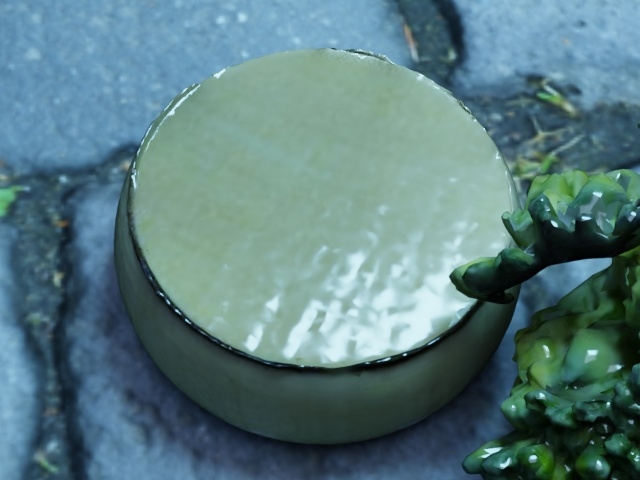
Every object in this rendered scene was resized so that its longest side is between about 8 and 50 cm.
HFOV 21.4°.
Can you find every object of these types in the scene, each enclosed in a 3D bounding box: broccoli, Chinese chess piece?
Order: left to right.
[{"bbox_3d":[0.000,0.000,1.025,0.249,0.103,0.250,1,60,-2],"label":"Chinese chess piece"},{"bbox_3d":[0.243,0.064,0.908,0.324,0.334,0.272,1,24,-27],"label":"broccoli"}]
